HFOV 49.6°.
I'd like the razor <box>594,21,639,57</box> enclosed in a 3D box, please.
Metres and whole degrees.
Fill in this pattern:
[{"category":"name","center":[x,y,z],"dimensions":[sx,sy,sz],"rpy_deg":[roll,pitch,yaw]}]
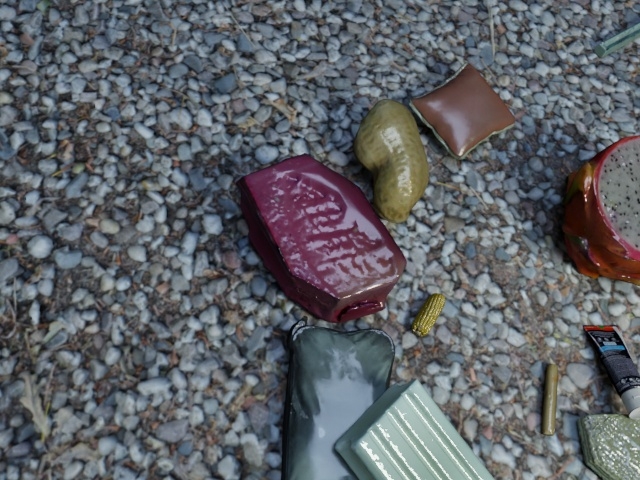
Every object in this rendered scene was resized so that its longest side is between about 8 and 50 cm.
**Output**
[{"category":"razor","center":[0.767,-0.510,1.663],"dimensions":[0.277,0.056,0.111],"rpy_deg":[-32,72,-13]}]

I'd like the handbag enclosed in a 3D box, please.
[{"category":"handbag","center":[0.033,0.292,1.166],"dimensions":[0.191,0.075,0.332],"rpy_deg":[3,68,-4]}]

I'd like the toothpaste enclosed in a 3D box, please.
[{"category":"toothpaste","center":[0.552,0.231,1.271],"dimensions":[0.071,0.045,0.194],"rpy_deg":[0,44,-9]}]

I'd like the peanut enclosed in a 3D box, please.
[{"category":"peanut","center":[0.140,-0.158,1.363],"dimensions":[0.137,0.122,0.253],"rpy_deg":[-15,72,-5]}]

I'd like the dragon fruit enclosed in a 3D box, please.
[{"category":"dragon fruit","center":[0.601,-0.045,1.353],"dimensions":[0.290,0.189,0.291],"rpy_deg":[3,73,-10]}]

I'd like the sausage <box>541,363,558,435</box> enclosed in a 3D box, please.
[{"category":"sausage","center":[0.415,0.285,1.250],"dimensions":[0.024,0.024,0.132],"rpy_deg":[14,65,-2]}]

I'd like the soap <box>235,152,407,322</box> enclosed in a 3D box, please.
[{"category":"soap","center":[0.000,0.000,1.264],"dimensions":[0.220,0.127,0.325],"rpy_deg":[-24,72,-16]}]

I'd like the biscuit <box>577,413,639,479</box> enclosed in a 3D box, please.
[{"category":"biscuit","center":[0.586,0.376,1.221],"dimensions":[0.249,0.046,0.147],"rpy_deg":[2,66,-8]}]

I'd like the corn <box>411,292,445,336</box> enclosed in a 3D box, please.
[{"category":"corn","center":[0.201,0.136,1.280],"dimensions":[0.037,0.037,0.092],"rpy_deg":[33,62,7]}]

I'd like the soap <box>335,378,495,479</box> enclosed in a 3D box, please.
[{"category":"soap","center":[0.165,0.373,1.092],"dimensions":[0.160,0.087,0.265],"rpy_deg":[-39,92,-30]}]

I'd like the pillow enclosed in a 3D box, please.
[{"category":"pillow","center":[0.298,-0.268,1.460],"dimensions":[0.179,0.075,0.171],"rpy_deg":[-34,80,-18]}]
